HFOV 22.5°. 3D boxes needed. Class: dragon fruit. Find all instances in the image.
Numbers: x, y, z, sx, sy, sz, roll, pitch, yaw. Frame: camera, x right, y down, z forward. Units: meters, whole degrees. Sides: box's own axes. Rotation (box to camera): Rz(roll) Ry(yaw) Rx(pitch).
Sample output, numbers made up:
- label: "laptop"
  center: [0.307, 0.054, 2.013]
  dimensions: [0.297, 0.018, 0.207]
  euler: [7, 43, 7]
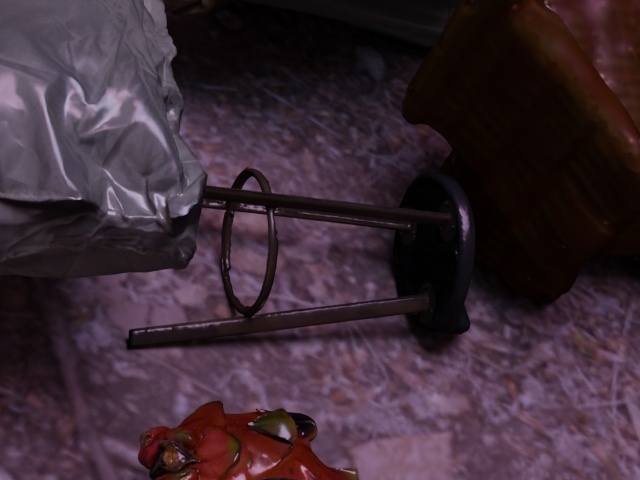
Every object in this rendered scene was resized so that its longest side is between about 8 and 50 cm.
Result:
- label: "dragon fruit"
  center: [-0.031, 0.120, 0.779]
  dimensions: [0.116, 0.081, 0.086]
  euler: [0, 53, -33]

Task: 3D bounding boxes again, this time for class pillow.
- label: "pillow"
  center: [-0.209, -0.088, 0.805]
  dimensions: [0.283, 0.138, 0.310]
  euler: [1, 33, -10]

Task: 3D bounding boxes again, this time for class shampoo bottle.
- label: "shampoo bottle"
  center: [0.012, -0.173, 1.100]
  dimensions: [0.212, 0.049, 0.072]
  euler: [13, 36, -15]

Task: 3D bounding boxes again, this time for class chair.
- label: "chair"
  center: [-0.001, 0.001, 0.897]
  dimensions: [0.221, 0.095, 0.104]
  euler: [4, 60, -26]

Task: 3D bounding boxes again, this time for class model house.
- label: "model house"
  center: [0.152, -0.090, 0.961]
  dimensions: [0.229, 0.199, 0.219]
  euler: [4, 68, -25]

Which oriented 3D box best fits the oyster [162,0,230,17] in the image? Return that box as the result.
- label: "oyster"
  center: [0.053, -0.219, 1.026]
  dimensions: [0.238, 0.115, 0.351]
  euler: [5, 20, 29]
